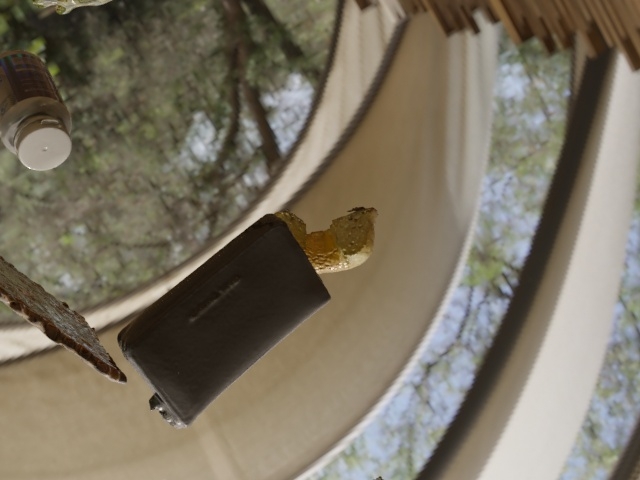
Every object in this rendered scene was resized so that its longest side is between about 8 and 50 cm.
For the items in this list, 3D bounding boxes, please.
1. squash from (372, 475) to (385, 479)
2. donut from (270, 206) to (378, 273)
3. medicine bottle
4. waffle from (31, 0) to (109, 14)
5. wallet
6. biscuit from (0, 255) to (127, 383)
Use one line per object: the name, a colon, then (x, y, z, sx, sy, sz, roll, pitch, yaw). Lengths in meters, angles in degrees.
squash: (0.148, 0.422, 1.701, 0.095, 0.188, 0.095, -63, -175, 11)
donut: (-0.005, 0.004, 1.730, 0.181, 0.078, 0.146, -3, 161, -17)
medicine bottle: (-0.435, -0.192, 1.756, 0.107, 0.107, 0.191, -32, -131, -1)
waffle: (-0.313, -0.349, 1.465, 0.204, 0.054, 0.223, -10, 162, 18)
wallet: (-0.109, 0.091, 1.330, 0.250, 0.149, 0.044, -39, -149, -15)
biscuit: (-0.232, 0.007, 0.777, 0.013, 0.232, 0.237, -52, -162, -7)
